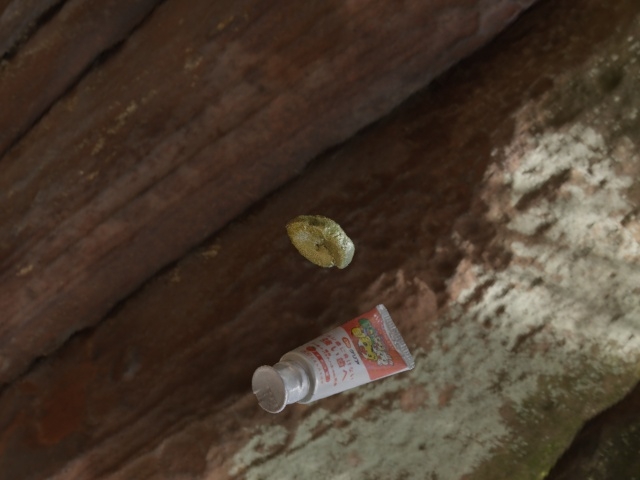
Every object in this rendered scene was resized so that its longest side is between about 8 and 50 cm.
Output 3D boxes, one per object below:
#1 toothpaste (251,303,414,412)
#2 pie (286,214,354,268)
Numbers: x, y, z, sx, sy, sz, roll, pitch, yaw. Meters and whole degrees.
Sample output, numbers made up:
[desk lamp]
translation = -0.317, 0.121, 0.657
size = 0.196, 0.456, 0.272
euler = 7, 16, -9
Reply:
[toothpaste]
translation = 0.021, 0.138, 0.917
size = 0.057, 0.234, 0.089
euler = -38, -106, 39
[pie]
translation = 0.000, 0.000, 0.883
size = 0.084, 0.084, 0.020
euler = -8, -141, 49
